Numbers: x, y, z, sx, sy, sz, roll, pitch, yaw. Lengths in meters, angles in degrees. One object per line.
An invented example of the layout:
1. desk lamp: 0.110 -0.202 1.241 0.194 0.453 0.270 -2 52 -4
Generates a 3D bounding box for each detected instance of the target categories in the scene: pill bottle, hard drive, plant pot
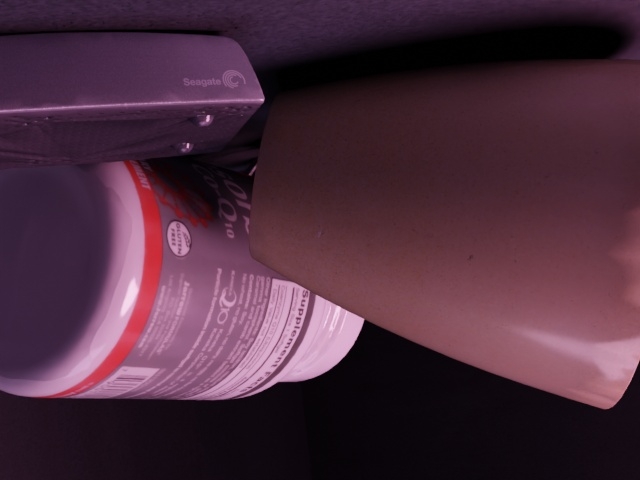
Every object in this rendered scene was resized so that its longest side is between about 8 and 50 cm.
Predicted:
1. pill bottle: -0.125 0.033 0.994 0.210 0.210 0.363 -11 167 32
2. hard drive: -0.176 -0.083 0.723 0.255 0.054 0.172 -5 174 -15
3. plant pot: 0.093 -0.025 0.848 0.274 0.256 0.256 9 175 4

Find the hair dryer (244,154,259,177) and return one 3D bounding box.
1. hair dryer: -0.033 -0.034 1.240 0.224 0.080 0.293 -12 173 36
